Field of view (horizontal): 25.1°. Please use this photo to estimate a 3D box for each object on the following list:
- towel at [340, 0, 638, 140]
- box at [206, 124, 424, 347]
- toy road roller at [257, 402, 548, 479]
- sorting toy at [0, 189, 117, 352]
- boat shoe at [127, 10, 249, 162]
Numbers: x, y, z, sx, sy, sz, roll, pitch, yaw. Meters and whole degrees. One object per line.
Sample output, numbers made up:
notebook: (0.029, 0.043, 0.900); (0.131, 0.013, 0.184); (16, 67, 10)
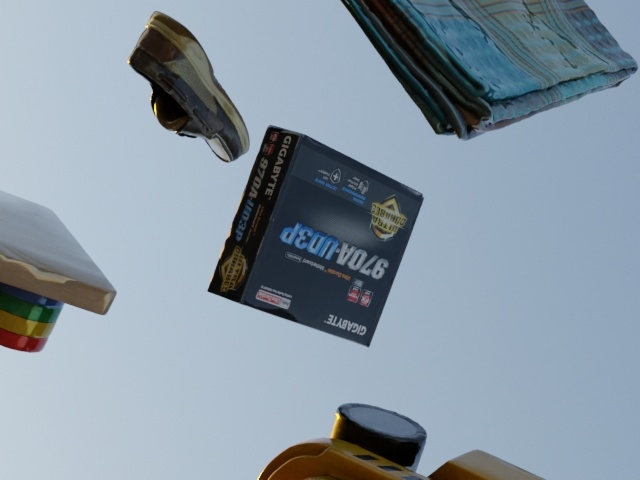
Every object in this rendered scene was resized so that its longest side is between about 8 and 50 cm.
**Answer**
towel: (0.088, -0.200, 0.984); (0.040, 0.370, 0.271); (-40, -99, 28)
box: (0.000, 0.000, 1.444); (0.051, 0.220, 0.175); (18, -93, 40)
toy road roller: (0.081, 0.302, 1.317); (0.330, 0.241, 0.202); (22, -79, 22)
sorting toy: (-0.343, 0.005, 1.271); (0.089, 0.257, 0.255); (-64, -151, 7)
boat shoe: (-0.095, -0.098, 1.004); (0.056, 0.049, 0.152); (35, -15, 35)
